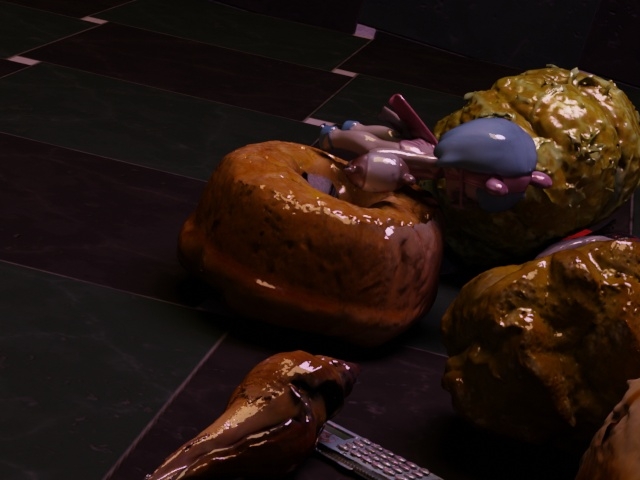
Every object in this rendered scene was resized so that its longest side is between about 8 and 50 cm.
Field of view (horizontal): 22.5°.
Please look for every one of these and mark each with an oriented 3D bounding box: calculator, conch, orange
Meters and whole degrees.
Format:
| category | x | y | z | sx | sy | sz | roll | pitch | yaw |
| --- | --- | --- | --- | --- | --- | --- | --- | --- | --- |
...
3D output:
| category | x | y | z | sx | sy | sz | roll | pitch | yaw |
| --- | --- | --- | --- | --- | --- | --- | --- | --- | --- |
| calculator | 0.034 | 0.184 | 1.371 | 0.172 | 0.018 | 0.057 | 23 | 18 | 38 |
| conch | -0.045 | 0.157 | 1.319 | 0.086 | 0.080 | 0.232 | 7 | 36 | 29 |
| orange | 0.244 | -0.093 | 1.978 | 0.301 | 0.300 | 0.223 | -21 | 79 | -49 |

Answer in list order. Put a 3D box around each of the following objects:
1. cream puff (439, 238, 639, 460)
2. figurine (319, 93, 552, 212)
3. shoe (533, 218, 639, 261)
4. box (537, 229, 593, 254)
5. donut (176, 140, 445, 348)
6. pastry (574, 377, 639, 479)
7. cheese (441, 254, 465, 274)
| category | x | y | z | sx | sy | sz | roll | pitch | yaw |
| --- | --- | --- | --- | --- | --- | --- | --- | --- | --- |
| cream puff | 0.222 | 0.096 | 1.437 | 0.244 | 0.196 | 0.244 | 12 | -15 | 3 |
| figurine | 0.103 | -0.098 | 1.711 | 0.260 | 0.102 | 0.205 | 18 | 9 | 36 |
| shoe | 0.336 | 0.023 | 1.957 | 0.228 | 0.099 | 0.125 | 7 | 24 | -31 |
| box | 0.313 | -0.003 | 2.180 | 0.090 | 0.023 | 0.133 | 19 | 17 | 31 |
| donut | 0.000 | 0.000 | 1.724 | 0.299 | 0.150 | 0.317 | 10 | 16 | -29 |
| pastry | 0.328 | 0.199 | 1.253 | 0.237 | 0.170 | 0.256 | 8 | 21 | -1 |
| cheese | 0.060 | -0.017 | 1.996 | 0.245 | 0.052 | 0.135 | 33 | 22 | 28 |
